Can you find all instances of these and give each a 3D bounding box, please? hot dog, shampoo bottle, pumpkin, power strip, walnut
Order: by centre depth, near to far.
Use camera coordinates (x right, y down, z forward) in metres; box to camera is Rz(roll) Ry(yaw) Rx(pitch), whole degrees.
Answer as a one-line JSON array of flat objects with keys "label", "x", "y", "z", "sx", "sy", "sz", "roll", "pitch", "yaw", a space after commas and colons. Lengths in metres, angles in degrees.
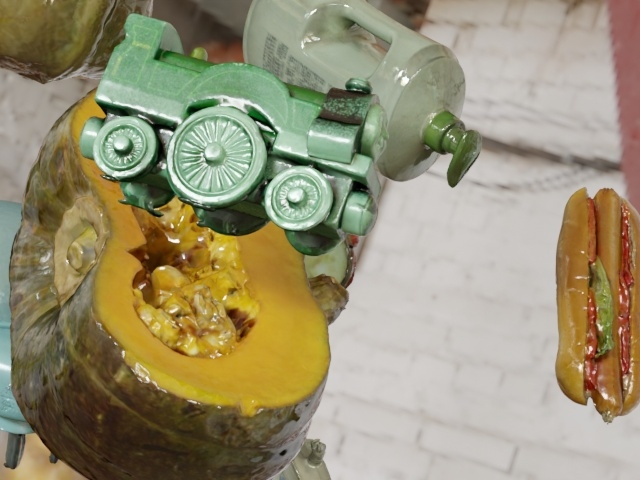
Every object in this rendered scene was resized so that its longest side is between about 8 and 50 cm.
[{"label": "pumpkin", "x": -0.084, "y": 0.040, "z": 1.089, "sx": 0.222, "sy": 0.139, "sz": 0.317, "roll": 17, "pitch": 33, "yaw": -26}, {"label": "shampoo bottle", "x": 0.041, "y": -0.125, "z": 1.296, "sx": 0.087, "sy": 0.118, "sz": 0.234, "roll": -10, "pitch": 38, "yaw": -41}, {"label": "power strip", "x": -0.030, "y": 0.216, "z": 1.344, "sx": 0.030, "sy": 0.047, "sz": 0.191, "roll": -7, "pitch": -35, "yaw": -28}, {"label": "hot dog", "x": 0.252, "y": 0.057, "z": 1.455, "sx": 0.092, "sy": 0.236, "sz": 0.062, "roll": 15, "pitch": -33, "yaw": -21}, {"label": "walnut", "x": -0.302, "y": -0.316, "z": 1.887, "sx": 0.227, "sy": 0.283, "sz": 0.283, "roll": 9, "pitch": -4, "yaw": -33}]

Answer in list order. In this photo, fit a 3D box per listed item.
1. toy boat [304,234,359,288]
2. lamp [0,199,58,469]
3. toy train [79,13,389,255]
[{"label": "toy boat", "x": 0.000, "y": 0.001, "z": 1.886, "sx": 0.089, "sy": 0.185, "sz": 0.071, "roll": -13, "pitch": 17, "yaw": 2}, {"label": "lamp", "x": -0.263, "y": 0.058, "z": 1.376, "sx": 0.209, "sy": 0.147, "sz": 0.284, "roll": -3, "pitch": 44, "yaw": -33}, {"label": "toy train", "x": -0.045, "y": -0.056, "z": 0.921, "sx": 0.178, "sy": 0.104, "sz": 0.071, "roll": 16, "pitch": -15, "yaw": 14}]
